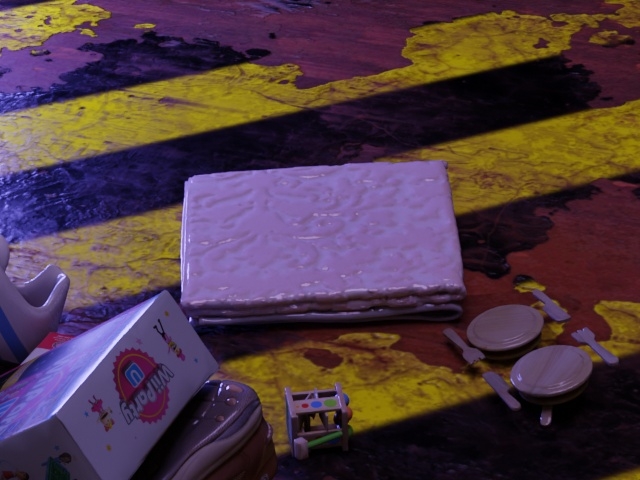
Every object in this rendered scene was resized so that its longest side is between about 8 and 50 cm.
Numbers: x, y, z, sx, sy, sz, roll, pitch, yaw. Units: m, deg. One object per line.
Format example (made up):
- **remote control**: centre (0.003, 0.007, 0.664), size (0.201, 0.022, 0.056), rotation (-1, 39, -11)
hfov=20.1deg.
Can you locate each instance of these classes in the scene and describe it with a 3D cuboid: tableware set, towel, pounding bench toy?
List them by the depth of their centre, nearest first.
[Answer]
- **pounding bench toy**: centre (0.002, 0.190, 1.823), size (0.065, 0.052, 0.083), rotation (-5, 31, -6)
- **tableware set**: centre (0.226, 0.127, 1.935), size (0.128, 0.039, 0.194), rotation (-23, 29, -11)
- **towel**: centre (0.000, 0.000, 2.144), size (0.331, 0.053, 0.317), rotation (-3, 32, 0)

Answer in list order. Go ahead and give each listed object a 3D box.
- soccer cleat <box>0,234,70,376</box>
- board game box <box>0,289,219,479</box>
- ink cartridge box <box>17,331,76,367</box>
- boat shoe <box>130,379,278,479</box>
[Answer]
- **soccer cleat**: centre (-0.411, 0.038, 1.882), size (0.331, 0.143, 0.116), rotation (21, 13, -41)
- **board game box**: centre (-0.268, 0.185, 1.647), size (0.303, 0.097, 0.224), rotation (-25, 15, 31)
- **ink cartridge box**: centre (-0.265, 0.166, 1.865), size (0.109, 0.063, 0.150), rotation (10, 33, 19)
- **boat shoe**: centre (-0.168, 0.264, 1.639), size (0.324, 0.116, 0.123), rotation (-36, 30, -12)
